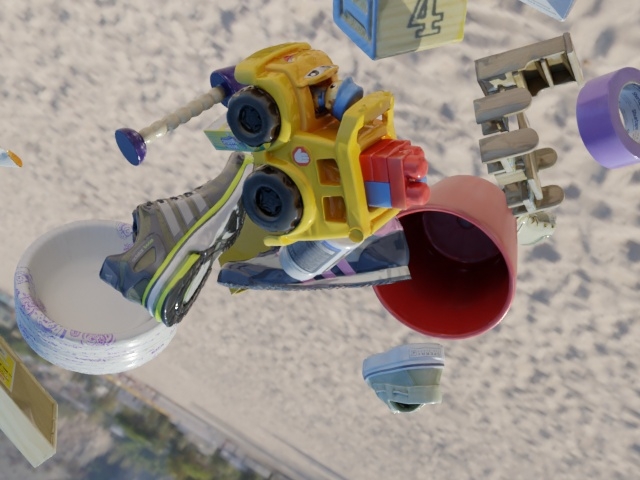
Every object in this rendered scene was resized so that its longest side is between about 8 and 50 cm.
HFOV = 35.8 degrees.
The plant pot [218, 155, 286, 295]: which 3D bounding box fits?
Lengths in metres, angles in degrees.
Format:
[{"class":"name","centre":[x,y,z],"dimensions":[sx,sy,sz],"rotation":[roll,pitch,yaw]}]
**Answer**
[{"class":"plant pot","centre":[-0.087,-0.048,1.822],"dimensions":[0.187,0.212,0.212],"rotation":[57,-149,9]}]

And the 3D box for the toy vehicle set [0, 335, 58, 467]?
[{"class":"toy vehicle set","centre":[-0.455,0.170,1.357],"dimensions":[0.267,0.035,0.166],"rotation":[56,176,-18]}]

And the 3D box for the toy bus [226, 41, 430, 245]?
[{"class":"toy bus","centre":[0.024,-0.106,1.091],"dimensions":[0.211,0.149,0.220],"rotation":[4,115,34]}]

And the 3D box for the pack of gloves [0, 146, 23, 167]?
[{"class":"pack of gloves","centre":[-0.532,-0.189,1.394],"dimensions":[0.232,0.046,0.195],"rotation":[8,144,43]}]

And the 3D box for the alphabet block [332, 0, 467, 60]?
[{"class":"alphabet block","centre":[0.150,-0.479,1.877],"dimensions":[0.192,0.197,0.193],"rotation":[-126,27,-43]}]

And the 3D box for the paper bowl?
[{"class":"paper bowl","centre":[-0.386,0.109,1.728],"dimensions":[0.284,0.284,0.148],"rotation":[29,137,13]}]

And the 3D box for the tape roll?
[{"class":"tape roll","centre":[0.594,-0.240,1.950],"dimensions":[0.189,0.189,0.080],"rotation":[38,149,-25]}]

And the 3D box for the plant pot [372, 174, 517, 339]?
[{"class":"plant pot","centre":[0.250,0.009,1.851],"dimensions":[0.275,0.243,0.275],"rotation":[10,120,18]}]

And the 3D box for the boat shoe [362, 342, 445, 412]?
[{"class":"boat shoe","centre":[0.127,0.227,1.574],"dimensions":[0.109,0.094,0.302],"rotation":[2,166,-5]}]

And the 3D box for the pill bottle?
[{"class":"pill bottle","centre":[0.000,0.000,1.344],"dimensions":[0.078,0.078,0.137],"rotation":[35,145,-11]}]

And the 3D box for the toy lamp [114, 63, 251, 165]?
[{"class":"toy lamp","centre":[-0.226,-0.228,1.722],"dimensions":[0.080,0.275,0.080],"rotation":[38,149,28]}]

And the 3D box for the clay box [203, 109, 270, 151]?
[{"class":"clay box","centre":[-0.104,-0.214,1.775],"dimensions":[0.222,0.127,0.053],"rotation":[12,140,55]}]

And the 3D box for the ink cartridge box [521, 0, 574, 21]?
[{"class":"ink cartridge box","centre":[0.493,-0.605,1.874],"dimensions":[0.129,0.223,0.307],"rotation":[29,159,8]}]

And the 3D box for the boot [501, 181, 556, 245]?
[{"class":"boot","centre":[0.436,-0.054,2.083],"dimensions":[0.165,0.077,0.213],"rotation":[-3,145,-30]}]

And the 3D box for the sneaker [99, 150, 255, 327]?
[{"class":"sneaker","centre":[-0.175,-0.027,1.282],"dimensions":[0.121,0.300,0.111],"rotation":[24,135,6]}]

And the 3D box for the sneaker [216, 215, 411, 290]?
[{"class":"sneaker","centre":[-0.014,0.017,1.634],"dimensions":[0.319,0.131,0.112],"rotation":[-3,176,-2]}]

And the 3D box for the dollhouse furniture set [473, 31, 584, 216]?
[{"class":"dollhouse furniture set","centre":[0.355,-0.193,1.615],"dimensions":[0.161,0.242,0.212],"rotation":[-13,152,20]}]
